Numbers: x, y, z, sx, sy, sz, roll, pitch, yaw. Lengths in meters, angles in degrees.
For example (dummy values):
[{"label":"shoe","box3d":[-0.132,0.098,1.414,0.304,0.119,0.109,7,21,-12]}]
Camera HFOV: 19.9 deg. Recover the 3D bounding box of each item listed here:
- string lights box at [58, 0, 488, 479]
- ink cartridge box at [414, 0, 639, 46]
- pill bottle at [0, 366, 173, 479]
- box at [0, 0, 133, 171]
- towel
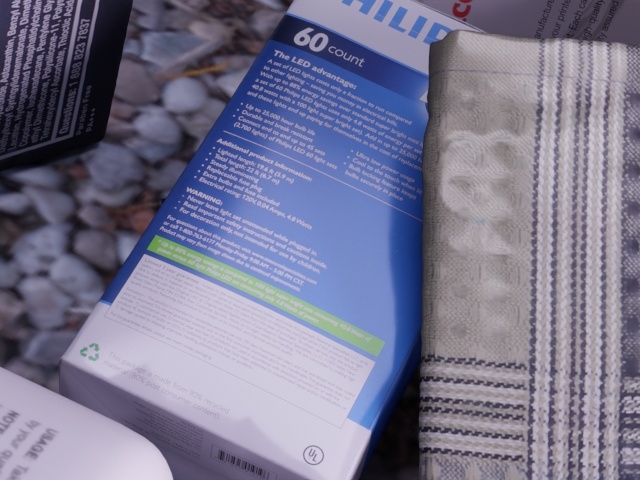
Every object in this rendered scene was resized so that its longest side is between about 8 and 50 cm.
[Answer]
[{"label":"string lights box","box3d":[0.000,0.000,0.847,0.133,0.077,0.260,25,57,8]},{"label":"ink cartridge box","box3d":[0.167,-0.166,1.066,0.237,0.172,0.100,6,42,-12]},{"label":"pill bottle","box3d":[-0.152,0.117,0.654,0.283,0.160,0.160,24,41,8]},{"label":"box","box3d":[-0.242,-0.164,0.827,0.294,0.296,0.183,-23,56,-37]},{"label":"towel","box3d":[0.193,0.068,0.786,0.312,0.056,0.324,4,76,-2]}]
